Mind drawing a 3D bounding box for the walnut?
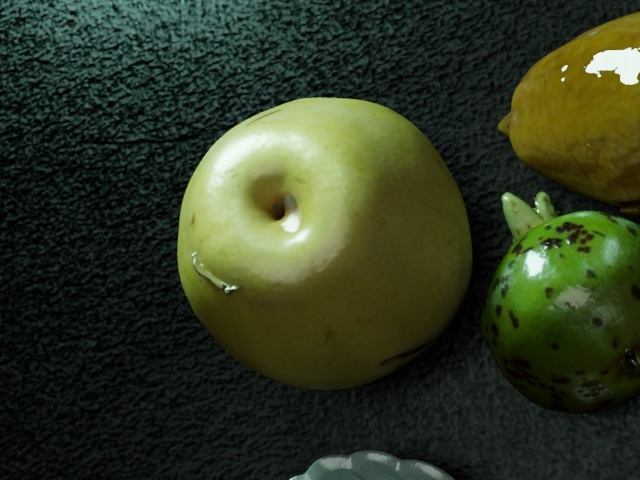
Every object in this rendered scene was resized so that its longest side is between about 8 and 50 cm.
[{"bbox_3d":[0.311,-0.127,1.791,0.336,0.209,0.208,-2,81,46],"label":"walnut"}]

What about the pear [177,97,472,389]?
[{"bbox_3d":[0.000,0.000,1.833,0.309,0.309,0.309,-2,82,16],"label":"pear"}]

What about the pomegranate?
[{"bbox_3d":[0.256,0.055,1.812,0.211,0.211,0.263,-38,40,9],"label":"pomegranate"}]

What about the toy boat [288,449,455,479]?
[{"bbox_3d":[0.089,0.322,1.863,0.290,0.100,0.199,8,86,18],"label":"toy boat"}]
